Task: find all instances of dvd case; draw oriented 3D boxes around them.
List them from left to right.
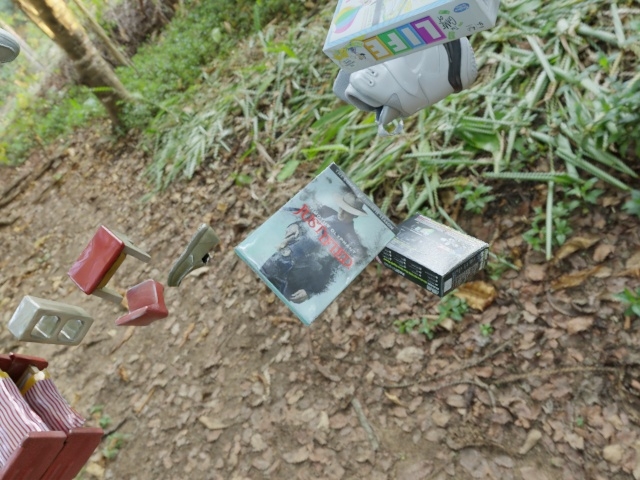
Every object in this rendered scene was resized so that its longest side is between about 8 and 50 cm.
[{"bbox_3d":[0.000,0.000,0.457,0.119,0.087,0.013,-43,-2,-24],"label":"dvd case"}]

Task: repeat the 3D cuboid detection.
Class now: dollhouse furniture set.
[{"bbox_3d":[-0.394,0.172,0.834,0.201,0.152,0.374,34,89,27],"label":"dollhouse furniture set"}]

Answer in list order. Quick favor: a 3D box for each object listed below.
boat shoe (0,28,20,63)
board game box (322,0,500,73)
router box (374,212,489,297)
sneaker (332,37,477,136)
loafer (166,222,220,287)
[{"bbox_3d":[-0.618,-0.319,0.919,0.079,0.081,0.227,-38,-12,32],"label":"boat shoe"},{"bbox_3d":[0.066,-0.183,0.329,0.103,0.026,0.154,-1,66,45],"label":"board game box"},{"bbox_3d":[0.143,0.016,0.714,0.092,0.038,0.122,-29,40,-29],"label":"router box"},{"bbox_3d":[0.089,-0.357,0.905,0.210,0.366,0.137,-40,16,-6],"label":"sneaker"},{"bbox_3d":[-0.238,0.036,1.014,0.148,0.050,0.056,-53,10,21],"label":"loafer"}]
